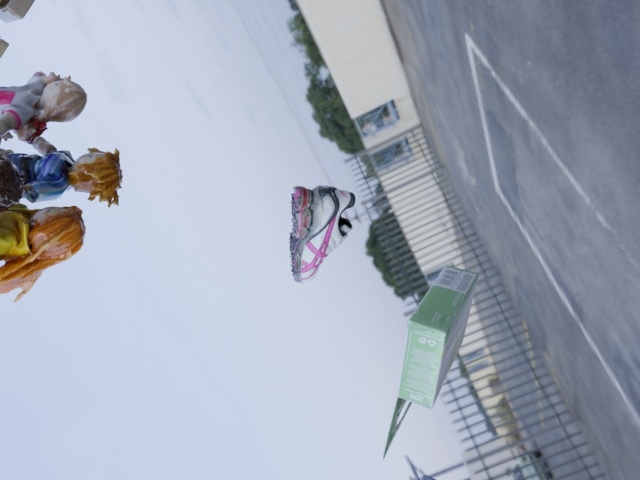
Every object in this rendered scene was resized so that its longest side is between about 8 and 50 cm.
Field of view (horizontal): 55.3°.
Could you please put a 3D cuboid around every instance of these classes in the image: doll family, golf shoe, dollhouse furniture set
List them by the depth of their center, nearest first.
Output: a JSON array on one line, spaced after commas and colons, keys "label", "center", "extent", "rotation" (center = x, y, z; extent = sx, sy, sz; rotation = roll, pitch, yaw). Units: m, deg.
[{"label": "doll family", "center": [-0.240, -0.039, 0.457], "extent": [0.263, 0.163, 0.118], "rotation": [-100, 6, -58]}, {"label": "golf shoe", "center": [0.000, 0.000, 0.817], "extent": [0.186, 0.085, 0.068], "rotation": [100, 167, -55]}, {"label": "dollhouse furniture set", "center": [-0.507, -0.333, 0.871], "extent": [0.123, 0.151, 0.144], "rotation": [35, 170, -39]}]

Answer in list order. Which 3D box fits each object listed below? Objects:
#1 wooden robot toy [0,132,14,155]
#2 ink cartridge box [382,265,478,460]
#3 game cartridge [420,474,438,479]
[{"label": "wooden robot toy", "center": [-0.459, -0.121, 0.897], "extent": [0.079, 0.076, 0.173], "rotation": [24, -155, -25]}, {"label": "ink cartridge box", "center": [0.151, 0.173, 0.840], "extent": [0.171, 0.056, 0.235], "rotation": [-41, -39, -55]}, {"label": "game cartridge", "center": [0.230, 0.443, 0.720], "extent": [0.230, 0.355, 0.068], "rotation": [-58, -45, -24]}]
